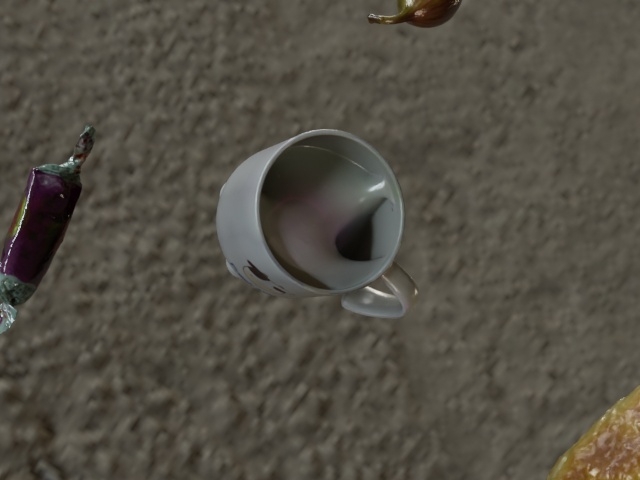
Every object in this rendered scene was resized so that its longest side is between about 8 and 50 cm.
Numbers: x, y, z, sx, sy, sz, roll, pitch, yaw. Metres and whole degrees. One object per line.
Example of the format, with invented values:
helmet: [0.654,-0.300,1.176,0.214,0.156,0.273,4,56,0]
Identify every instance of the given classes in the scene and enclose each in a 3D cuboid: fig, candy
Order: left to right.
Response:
candy: [-0.216,-0.010,1.345,0.043,0.175,0.045,23,-2,-17]
fig: [0.071,-0.177,1.314,0.083,0.050,0.050,-33,70,-33]

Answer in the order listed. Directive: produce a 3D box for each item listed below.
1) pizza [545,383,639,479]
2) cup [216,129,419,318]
pizza: [0.326,0.185,1.410,0.086,0.335,0.226,53,11,-40]
cup: [-0.001,-0.013,1.488,0.173,0.142,0.134,12,80,-23]
